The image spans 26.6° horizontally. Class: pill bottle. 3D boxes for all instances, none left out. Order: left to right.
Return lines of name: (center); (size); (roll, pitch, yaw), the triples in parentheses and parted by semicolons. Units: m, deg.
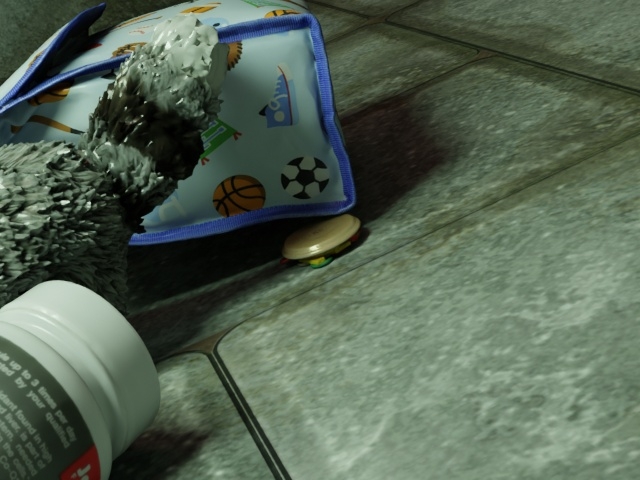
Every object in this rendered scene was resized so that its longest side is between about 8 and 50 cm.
pill bottle: (-0.245, 0.154, 0.912); (0.161, 0.161, 0.283); (-6, 24, 40)

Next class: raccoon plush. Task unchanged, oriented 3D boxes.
raccoon plush: (-0.297, -0.044, 1.096); (0.216, 0.299, 0.446); (18, 81, 35)

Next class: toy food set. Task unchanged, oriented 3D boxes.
toy food set: (0.000, 0.000, 1.278); (0.082, 0.020, 0.083); (-32, 21, -26)

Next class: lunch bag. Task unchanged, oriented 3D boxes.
lunch bag: (-0.179, -0.132, 1.401); (0.385, 0.239, 0.328); (-13, 15, 1)
